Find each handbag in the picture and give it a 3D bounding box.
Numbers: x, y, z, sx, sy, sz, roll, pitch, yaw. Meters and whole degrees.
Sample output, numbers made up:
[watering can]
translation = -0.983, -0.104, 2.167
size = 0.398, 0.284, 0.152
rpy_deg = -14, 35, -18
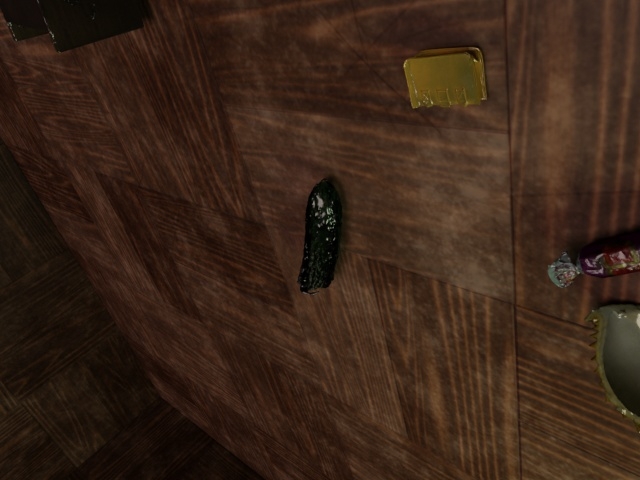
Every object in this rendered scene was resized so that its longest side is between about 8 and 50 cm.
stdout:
[handbag]
translation = 0.134, -0.173, 0.561
size = 0.083, 0.027, 0.061
rpy_deg = 13, 132, 42

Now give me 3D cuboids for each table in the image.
[table]
translation = -0.407, -0.424, 0.821
size = 0.169, 0.172, 0.193
rpy_deg = 24, 135, 36

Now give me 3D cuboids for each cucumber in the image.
[cucumber]
translation = 0.002, 0.002, 0.863
size = 0.067, 0.067, 0.245
rpy_deg = 35, 144, 22

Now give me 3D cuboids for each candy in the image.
[candy]
translation = 0.312, 0.014, 0.525
size = 0.175, 0.043, 0.045
rpy_deg = -22, 103, 53

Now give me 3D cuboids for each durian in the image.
[durian]
translation = 0.387, 0.136, 0.508
size = 0.252, 0.145, 0.139
rpy_deg = -4, 98, 58
